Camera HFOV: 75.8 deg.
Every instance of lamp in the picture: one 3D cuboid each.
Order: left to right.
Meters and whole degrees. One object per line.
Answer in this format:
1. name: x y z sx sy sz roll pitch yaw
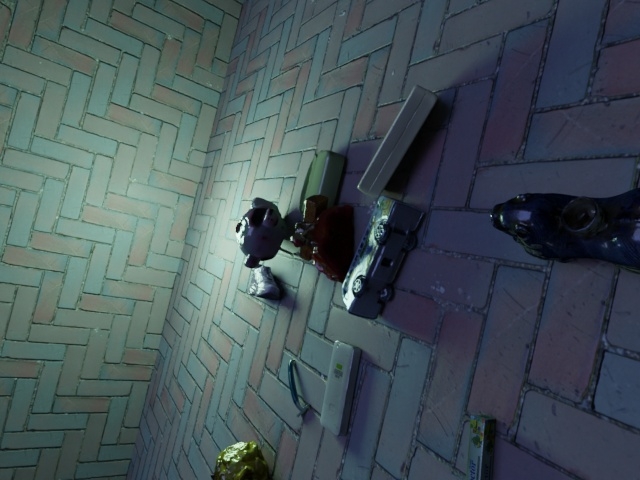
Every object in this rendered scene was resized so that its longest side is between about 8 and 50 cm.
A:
1. lamp: -0.210 -0.030 1.624 0.247 0.247 0.301 -61 13 15

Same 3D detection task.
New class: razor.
1. razor: -0.087 0.486 1.380 0.068 0.037 0.191 -54 39 32

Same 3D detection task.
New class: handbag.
1. handbag: -0.009 -0.203 1.501 0.219 0.079 0.256 15 91 63

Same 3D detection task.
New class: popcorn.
1. popcorn: -0.272 0.811 1.392 0.266 0.192 0.233 130 136 -61

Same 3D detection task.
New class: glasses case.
1. glasses case: -0.026 -0.042 1.384 0.049 0.075 0.218 23 123 25
2. glasses case: 0.210 -0.271 1.143 0.313 0.070 0.131 -60 0 21

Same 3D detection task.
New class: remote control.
1. remote control: 0.056 0.424 1.192 0.103 0.034 0.250 1 79 57

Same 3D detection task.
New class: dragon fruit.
1. dragon fruit: 0.000 0.000 1.295 0.134 0.211 0.262 -17 58 43

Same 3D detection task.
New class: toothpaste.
1. toothpaste: 0.311 0.425 0.799 0.034 0.046 0.164 -4 74 52

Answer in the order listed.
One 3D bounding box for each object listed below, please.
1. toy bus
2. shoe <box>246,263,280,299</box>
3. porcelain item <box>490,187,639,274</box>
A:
1. toy bus: 0.157 0.044 1.128 0.330 0.108 0.136 -68 24 12
2. shoe: -0.223 0.165 1.659 0.245 0.095 0.138 -3 78 63
3. porcelain item: 0.437 -0.028 0.659 0.288 0.186 0.138 10 85 56
